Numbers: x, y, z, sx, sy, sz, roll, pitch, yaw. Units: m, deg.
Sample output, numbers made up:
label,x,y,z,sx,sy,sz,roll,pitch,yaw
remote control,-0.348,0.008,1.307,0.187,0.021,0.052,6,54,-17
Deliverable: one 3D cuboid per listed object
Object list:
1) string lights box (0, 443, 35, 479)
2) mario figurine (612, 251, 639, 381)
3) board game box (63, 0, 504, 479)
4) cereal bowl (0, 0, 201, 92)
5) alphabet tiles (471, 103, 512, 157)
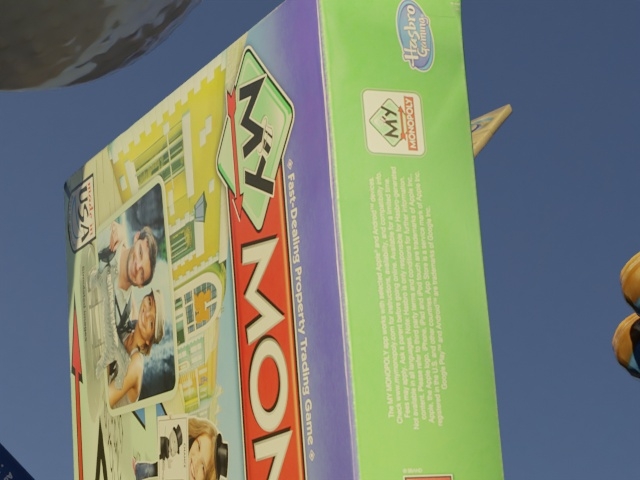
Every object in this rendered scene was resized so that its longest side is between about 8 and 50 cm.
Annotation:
label,x,y,z,sx,sy,sz,roll,pitch,yaw
string lights box,-0.169,0.130,0.712,0.259,0.133,0.077,50,-35,-15
mario figurine,0.321,0.123,1.130,0.198,0.170,0.320,29,19,-53
board game box,-0.015,0.109,0.548,0.046,0.317,0.213,2,-14,-25
cereal bowl,-0.161,-0.242,0.873,0.339,0.339,0.141,38,-50,-11
alphabet tiles,0.000,0.000,1.178,0.198,0.237,0.009,-22,-74,35
